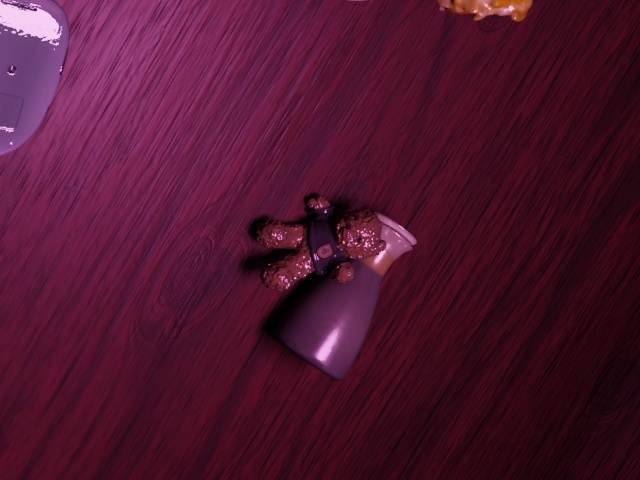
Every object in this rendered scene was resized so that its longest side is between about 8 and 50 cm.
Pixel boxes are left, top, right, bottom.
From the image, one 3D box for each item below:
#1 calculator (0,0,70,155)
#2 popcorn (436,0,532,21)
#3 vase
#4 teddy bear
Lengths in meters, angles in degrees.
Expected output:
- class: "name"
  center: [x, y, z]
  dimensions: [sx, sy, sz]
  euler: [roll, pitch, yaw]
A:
- class: "calculator"
  center: [-0.445, -0.256, 1.243]
  dimensions: [0.185, 0.041, 0.299]
  euler: [8, 110, -41]
- class: "popcorn"
  center: [0.296, -0.507, 1.546]
  dimensions: [0.224, 0.270, 0.257]
  euler: [18, 65, -18]
- class: "vase"
  center: [0.056, 0.102, 1.776]
  dimensions: [0.321, 0.173, 0.173]
  euler: [-56, 135, -5]
- class: "teddy bear"
  center: [-0.005, 0.004, 1.691]
  dimensions: [0.251, 0.129, 0.182]
  euler: [-12, 81, -11]
